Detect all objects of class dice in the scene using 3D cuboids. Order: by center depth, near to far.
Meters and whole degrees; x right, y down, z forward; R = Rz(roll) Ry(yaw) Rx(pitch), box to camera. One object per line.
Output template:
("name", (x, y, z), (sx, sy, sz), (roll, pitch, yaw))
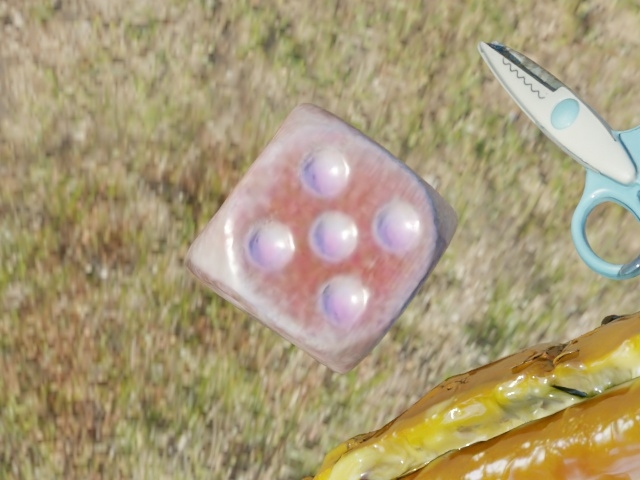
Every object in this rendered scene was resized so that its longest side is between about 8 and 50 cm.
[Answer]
("dice", (0.000, 0.000, 0.832), (0.091, 0.093, 0.094), (38, 84, -3))

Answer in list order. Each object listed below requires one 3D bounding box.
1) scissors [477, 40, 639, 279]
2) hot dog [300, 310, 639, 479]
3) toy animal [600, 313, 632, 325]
("scissors", (0.085, -0.037, 0.607), (0.058, 0.014, 0.119), (-51, 42, 13))
("hot dog", (0.075, 0.071, 0.463), (0.072, 0.269, 0.115), (37, 39, -30))
("toy animal", (0.262, 0.043, 0.910), (0.260, 0.243, 0.087), (19, 69, -32))
